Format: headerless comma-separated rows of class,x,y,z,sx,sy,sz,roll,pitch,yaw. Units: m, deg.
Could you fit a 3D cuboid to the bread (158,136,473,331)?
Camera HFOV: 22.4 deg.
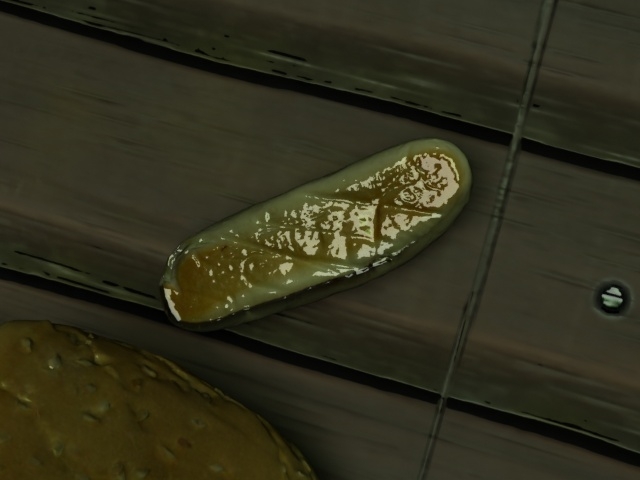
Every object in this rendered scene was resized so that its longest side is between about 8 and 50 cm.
bread,-0.001,0.000,0.990,0.214,0.053,0.073,-24,82,17

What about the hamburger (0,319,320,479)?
hamburger,-0.123,0.186,0.917,0.144,0.283,0.260,-30,45,40
